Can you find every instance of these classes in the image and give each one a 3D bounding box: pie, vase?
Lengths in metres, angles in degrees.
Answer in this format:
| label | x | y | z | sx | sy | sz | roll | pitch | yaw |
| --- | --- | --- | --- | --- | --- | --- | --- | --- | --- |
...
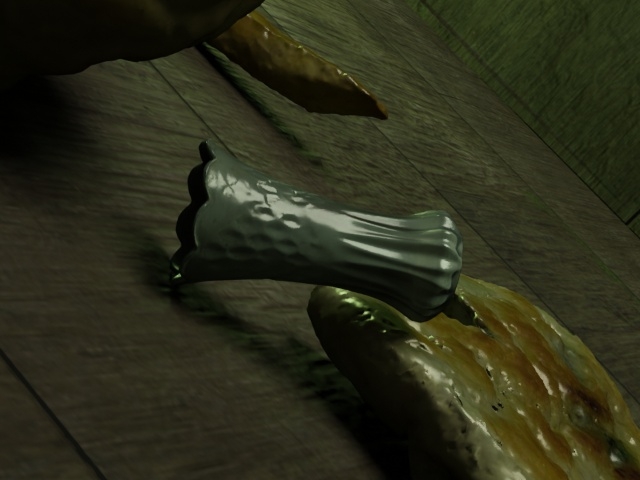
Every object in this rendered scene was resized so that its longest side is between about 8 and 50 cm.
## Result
| label | x | y | z | sx | sy | sz | roll | pitch | yaw |
| --- | --- | --- | --- | --- | --- | --- | --- | --- | --- |
| pie | 0.127 | 0.119 | 1.037 | 0.337 | 0.075 | 0.337 | 39 | 18 | -15 |
| vase | 0.000 | 0.000 | 0.908 | 0.149 | 0.081 | 0.081 | 13 | 21 | -10 |

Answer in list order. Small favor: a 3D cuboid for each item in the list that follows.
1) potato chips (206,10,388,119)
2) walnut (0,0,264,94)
| label | x | y | z | sx | sy | sz | roll | pitch | yaw |
| --- | --- | --- | --- | --- | --- | --- | --- | --- | --- |
| potato chips | -0.104 | -0.222 | 1.410 | 0.407 | 0.080 | 0.057 | 46 | -3 | 18 |
| walnut | -0.149 | -0.214 | 0.891 | 0.277 | 0.282 | 0.253 | -110 | -170 | -74 |
